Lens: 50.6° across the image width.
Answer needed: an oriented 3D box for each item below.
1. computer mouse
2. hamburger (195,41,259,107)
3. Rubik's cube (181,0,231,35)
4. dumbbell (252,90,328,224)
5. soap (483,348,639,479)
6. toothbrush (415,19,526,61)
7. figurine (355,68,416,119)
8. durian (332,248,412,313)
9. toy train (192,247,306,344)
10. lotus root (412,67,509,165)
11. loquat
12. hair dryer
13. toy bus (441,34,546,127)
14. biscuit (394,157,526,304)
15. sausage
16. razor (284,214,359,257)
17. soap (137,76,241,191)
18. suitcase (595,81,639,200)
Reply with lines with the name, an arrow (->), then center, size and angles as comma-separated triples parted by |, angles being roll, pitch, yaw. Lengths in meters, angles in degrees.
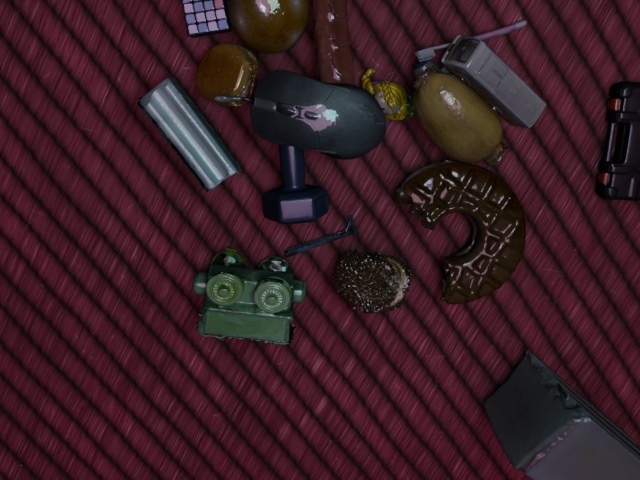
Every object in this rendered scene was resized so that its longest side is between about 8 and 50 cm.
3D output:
computer mouse -> -0.035, -0.265, 1.427 | 0.379, 0.090, 0.167 | 7, 101, -13
hamburger -> -0.208, -0.371, 1.510 | 0.147, 0.083, 0.138 | 20, 93, 33
Rubik's cube -> -0.252, -0.502, 1.492 | 0.092, 0.092, 0.092 | -9, 105, -2
dumbbell -> -0.068, -0.201, 1.558 | 0.143, 0.156, 0.316 | -14, 108, -32
soap -> 0.650, 0.528, 1.697 | 0.435, 0.350, 0.213 | 38, 98, -15
toothbrush -> 0.349, -0.459, 1.556 | 0.286, 0.020, 0.025 | -20, 80, -11
figurine -> 0.157, -0.340, 1.569 | 0.156, 0.095, 0.115 | 6, 85, 12
durian -> 0.120, 0.090, 1.641 | 0.196, 0.196, 0.167 | 35, 90, -12
toy train -> -0.173, 0.139, 1.636 | 0.271, 0.159, 0.188 | 6, 114, -6
lotus root -> 0.314, -0.266, 1.529 | 0.303, 0.146, 0.131 | 38, 63, -31
loquat -> -0.115, -0.520, 1.459 | 0.179, 0.179, 0.227 | -11, 109, -2
hair dryer -> 0.322, -0.379, 1.600 | 0.199, 0.067, 0.167 | -27, 115, -12
toy bus -> 0.400, -0.359, 1.550 | 0.268, 0.106, 0.092 | 33, 93, -29
biscuit -> 0.356, -0.035, 1.648 | 0.268, 0.115, 0.366 | -24, 106, 2
sausage -> 0.027, -0.456, 1.508 | 0.087, 0.088, 0.433 | -6, 94, -3
razor -> 0.001, 0.003, 1.674 | 0.190, 0.033, 0.066 | -22, 60, 4
soap -> -0.288, -0.240, 1.527 | 0.094, 0.150, 0.261 | -35, 105, 8
suitcase -> 0.793, -0.238, 1.652 | 0.206, 0.066, 0.286 | 2, 104, -5
